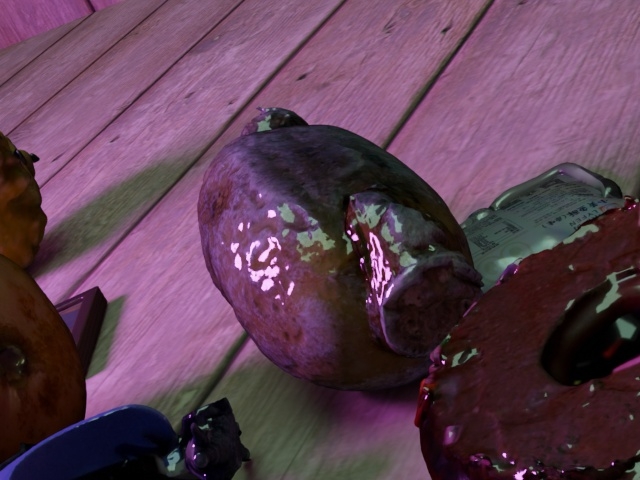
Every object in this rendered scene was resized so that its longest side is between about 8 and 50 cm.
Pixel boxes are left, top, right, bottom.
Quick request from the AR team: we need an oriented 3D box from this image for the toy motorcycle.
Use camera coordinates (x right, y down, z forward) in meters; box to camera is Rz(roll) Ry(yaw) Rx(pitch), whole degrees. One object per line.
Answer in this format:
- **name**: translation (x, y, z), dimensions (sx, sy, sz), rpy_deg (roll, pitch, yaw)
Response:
- **toy motorcycle**: translation (-0.113, 0.190, 0.850), dimensions (0.213, 0.125, 0.358), rpy_deg (-23, 21, -13)

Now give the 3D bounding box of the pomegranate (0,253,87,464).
- **pomegranate**: translation (-0.322, 0.128, 1.080), dimensions (0.270, 0.229, 0.252), rpy_deg (-25, -2, 27)

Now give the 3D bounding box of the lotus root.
- **lotus root**: translation (-0.001, 0.002, 1.061), dimensions (0.175, 0.175, 0.349), rpy_deg (-30, 29, -7)

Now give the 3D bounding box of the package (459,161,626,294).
- **package**: translation (0.156, -0.003, 1.097), dimensions (0.171, 0.027, 0.173), rpy_deg (-27, 22, -7)

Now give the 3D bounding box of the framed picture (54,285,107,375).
- **framed picture**: translation (-0.276, 0.111, 1.370), dimensions (0.128, 0.023, 0.168), rpy_deg (-24, 20, 9)

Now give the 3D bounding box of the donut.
- **donut**: translation (0.176, 0.076, 0.749), dimensions (0.270, 0.103, 0.269), rpy_deg (-25, 24, 12)

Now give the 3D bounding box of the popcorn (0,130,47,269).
- **popcorn**: translation (-0.407, -0.050, 1.642), dimensions (0.169, 0.218, 0.189), rpy_deg (-24, -20, -1)
